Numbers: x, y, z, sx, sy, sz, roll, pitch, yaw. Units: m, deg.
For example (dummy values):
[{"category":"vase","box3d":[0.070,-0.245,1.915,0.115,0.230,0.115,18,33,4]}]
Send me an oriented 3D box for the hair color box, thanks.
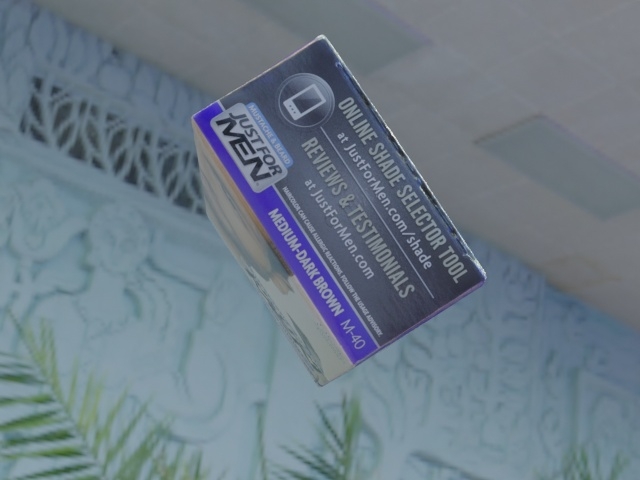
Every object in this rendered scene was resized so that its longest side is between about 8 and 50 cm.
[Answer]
[{"category":"hair color box","box3d":[0.000,0.000,0.892,0.110,0.185,0.339,-32,-6,-9]}]
